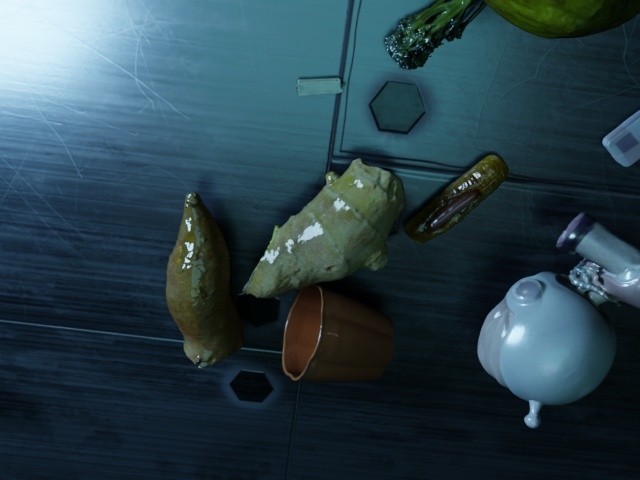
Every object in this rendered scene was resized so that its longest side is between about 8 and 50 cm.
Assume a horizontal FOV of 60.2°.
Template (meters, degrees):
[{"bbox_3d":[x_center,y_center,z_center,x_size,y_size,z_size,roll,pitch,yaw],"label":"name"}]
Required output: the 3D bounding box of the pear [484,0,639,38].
[{"bbox_3d":[0.275,-0.427,0.615,0.352,0.352,0.413,-18,75,10],"label":"pear"}]

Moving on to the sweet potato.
[{"bbox_3d":[-0.227,0.071,1.024,0.131,0.131,0.336,-6,115,4],"label":"sweet potato"}]

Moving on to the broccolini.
[{"bbox_3d":[0.281,-0.377,0.832,0.392,0.074,0.078,-26,71,12],"label":"broccolini"}]

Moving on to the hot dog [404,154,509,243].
[{"bbox_3d":[0.245,-0.065,0.987,0.216,0.047,0.066,-39,112,18],"label":"hot dog"}]

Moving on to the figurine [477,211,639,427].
[{"bbox_3d":[0.444,0.141,0.991,0.253,0.211,0.361,35,111,-15],"label":"figurine"}]

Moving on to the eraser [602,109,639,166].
[{"bbox_3d":[0.542,-0.180,0.935,0.105,0.026,0.065,-40,106,18],"label":"eraser"}]

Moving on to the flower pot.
[{"bbox_3d":[0.039,0.187,1.050,0.173,0.190,0.190,16,116,-18],"label":"flower pot"}]

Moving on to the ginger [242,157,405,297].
[{"bbox_3d":[0.000,0.000,0.980,0.354,0.126,0.189,-30,98,19],"label":"ginger"}]

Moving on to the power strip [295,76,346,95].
[{"bbox_3d":[0.001,-0.255,0.915,0.083,0.017,0.027,-2,117,3],"label":"power strip"}]
